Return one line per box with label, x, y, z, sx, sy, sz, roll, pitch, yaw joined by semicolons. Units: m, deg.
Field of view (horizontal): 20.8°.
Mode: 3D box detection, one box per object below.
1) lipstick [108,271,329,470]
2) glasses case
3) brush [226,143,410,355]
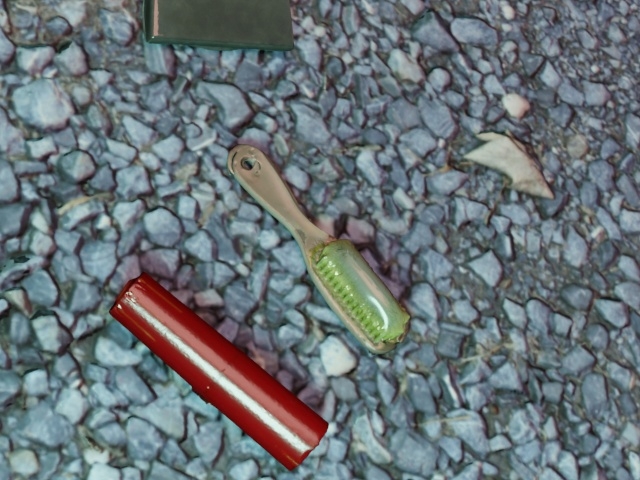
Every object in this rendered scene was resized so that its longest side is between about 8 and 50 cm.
lipstick;-0.116;0.145;1.953;0.280;0.073;0.073;41;57;-3
glasses case;-0.126;-0.273;2.160;0.191;0.042;0.072;1;74;-25
brush;0.002;-0.001;2.083;0.072;0.067;0.313;-35;83;-32
